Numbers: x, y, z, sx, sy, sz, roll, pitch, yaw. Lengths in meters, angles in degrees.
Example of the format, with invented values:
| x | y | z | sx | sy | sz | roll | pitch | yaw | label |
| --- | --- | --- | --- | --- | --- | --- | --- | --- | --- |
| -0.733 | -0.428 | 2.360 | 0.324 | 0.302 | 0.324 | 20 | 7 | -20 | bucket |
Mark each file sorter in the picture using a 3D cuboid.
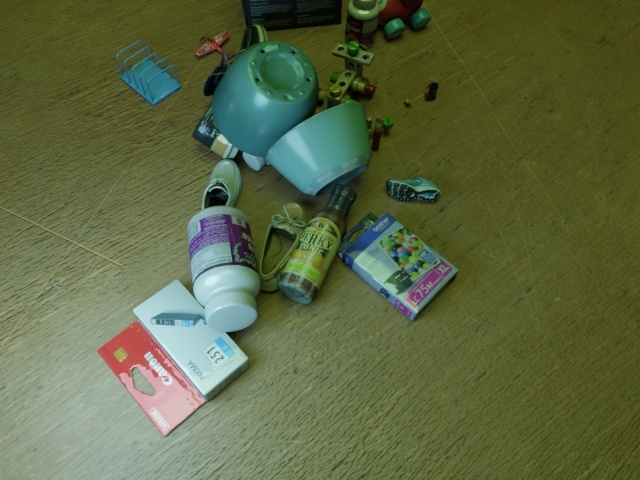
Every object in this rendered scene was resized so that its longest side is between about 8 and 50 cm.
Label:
| x | y | z | sx | sy | sz | roll | pitch | yaw | label |
| --- | --- | --- | --- | --- | --- | --- | --- | --- | --- |
| -0.554 | -0.542 | 1.927 | 0.170 | 0.104 | 0.118 | 40 | 66 | 18 | file sorter |

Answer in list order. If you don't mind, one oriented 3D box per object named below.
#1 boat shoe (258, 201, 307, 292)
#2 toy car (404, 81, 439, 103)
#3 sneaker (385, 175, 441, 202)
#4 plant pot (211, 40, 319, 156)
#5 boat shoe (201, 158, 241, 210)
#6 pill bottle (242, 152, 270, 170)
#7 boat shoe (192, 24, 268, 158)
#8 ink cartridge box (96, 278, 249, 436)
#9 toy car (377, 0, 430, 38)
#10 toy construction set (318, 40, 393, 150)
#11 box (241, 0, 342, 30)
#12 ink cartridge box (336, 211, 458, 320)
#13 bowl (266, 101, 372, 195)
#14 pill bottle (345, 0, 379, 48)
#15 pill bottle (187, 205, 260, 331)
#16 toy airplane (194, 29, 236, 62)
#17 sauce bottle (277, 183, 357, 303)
| x | y | z | sx | sy | sz | roll | pitch | yaw | label |
| --- | --- | --- | --- | --- | --- | --- | --- | --- | --- |
| -0.102 | 0.003 | 1.638 | 0.105 | 0.089 | 0.285 | 13 | 60 | 5 | boat shoe |
| 0.327 | -0.486 | 1.968 | 0.122 | 0.060 | 0.040 | -13 | 29 | -18 | toy car |
| 0.273 | -0.157 | 1.779 | 0.162 | 0.063 | 0.073 | 9 | 42 | -2 | sneaker |
| -0.136 | -0.408 | 1.661 | 0.293 | 0.235 | 0.292 | 5 | 75 | -18 | plant pot |
| -0.288 | -0.134 | 1.711 | 0.096 | 0.088 | 0.267 | 11 | 60 | 4 | boat shoe |
| -0.149 | -0.287 | 1.803 | 0.094 | 0.094 | 0.169 | 38 | 65 | 18 | pill bottle |
| -0.272 | -0.484 | 1.856 | 0.156 | 0.187 | 0.500 | 19 | 64 | -15 | boat shoe |
| -0.368 | 0.280 | 1.479 | 0.261 | 0.066 | 0.296 | -38 | 68 | -23 | ink cartridge box |
| 0.281 | -0.859 | 2.044 | 0.210 | 0.238 | 0.219 | -25 | 83 | -16 | toy car |
| 0.101 | -0.453 | 1.830 | 0.257 | 0.237 | 0.309 | -33 | 67 | -20 | toy construction set |
| -0.100 | -0.905 | 2.041 | 0.343 | 0.312 | 0.178 | -8 | 60 | -8 | box |
| 0.197 | 0.051 | 1.644 | 0.311 | 0.065 | 0.186 | 40 | 66 | 21 | ink cartridge box |
| 0.020 | -0.236 | 1.694 | 0.312 | 0.311 | 0.163 | -27 | 85 | -17 | bowl |
| 0.142 | -0.756 | 2.033 | 0.108 | 0.193 | 0.108 | 1 | 59 | -2 | pill bottle |
| -0.243 | 0.072 | 1.528 | 0.169 | 0.169 | 0.301 | -10 | 54 | -8 | pill bottle |
| -0.348 | -0.657 | 2.047 | 0.151 | 0.028 | 0.151 | 1 | 61 | -1 | toy airplane |
| 0.000 | 0.000 | 1.621 | 0.111 | 0.111 | 0.344 | 21 | 65 | 9 | sauce bottle |
